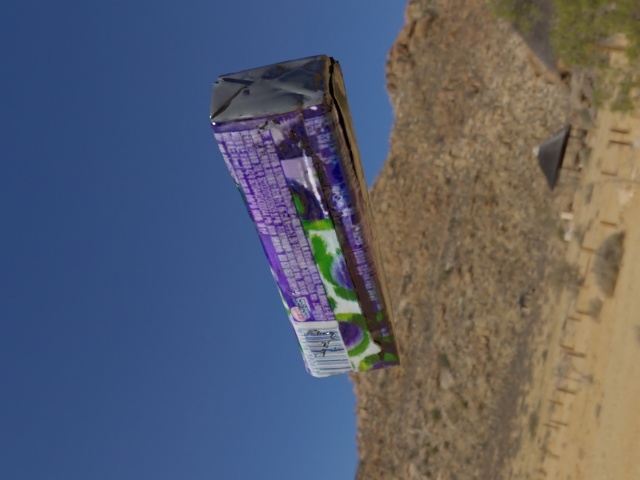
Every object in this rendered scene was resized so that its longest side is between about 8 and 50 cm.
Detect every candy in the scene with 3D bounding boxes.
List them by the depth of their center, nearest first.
[{"bbox_3d":[0.000,0.000,0.641,0.312,0.088,0.061,74,-167,-46],"label":"candy"}]
